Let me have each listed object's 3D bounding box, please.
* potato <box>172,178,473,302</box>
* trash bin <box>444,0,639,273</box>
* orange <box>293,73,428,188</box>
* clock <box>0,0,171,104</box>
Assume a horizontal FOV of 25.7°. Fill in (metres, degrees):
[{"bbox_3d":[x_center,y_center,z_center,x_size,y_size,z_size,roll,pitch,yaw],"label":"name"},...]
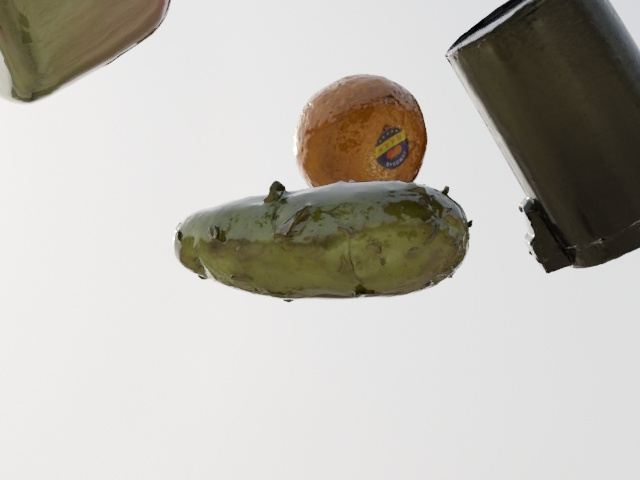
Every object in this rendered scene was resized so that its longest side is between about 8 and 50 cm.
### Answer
[{"bbox_3d":[0.000,0.000,1.032,0.226,0.090,0.117,-2,-1,12],"label":"potato"},{"bbox_3d":[0.294,-0.144,1.619,0.252,0.203,0.301,-31,-80,5],"label":"trash bin"},{"bbox_3d":[0.035,-0.095,1.364,0.135,0.135,0.117,25,-10,-39],"label":"orange"},{"bbox_3d":[-0.151,-0.209,0.409,0.114,0.309,0.284,-35,-17,-25],"label":"clock"}]
